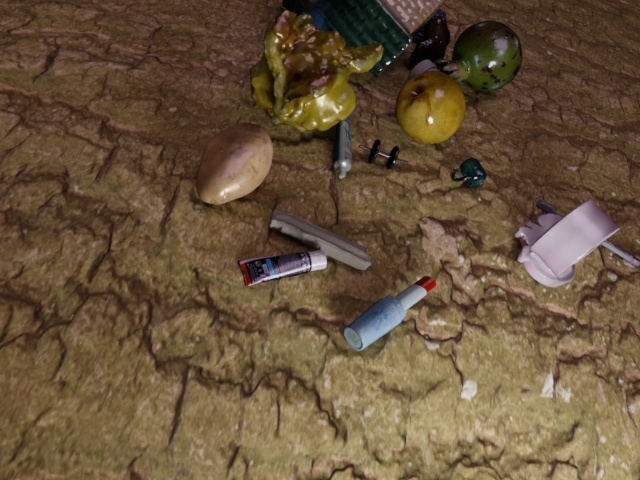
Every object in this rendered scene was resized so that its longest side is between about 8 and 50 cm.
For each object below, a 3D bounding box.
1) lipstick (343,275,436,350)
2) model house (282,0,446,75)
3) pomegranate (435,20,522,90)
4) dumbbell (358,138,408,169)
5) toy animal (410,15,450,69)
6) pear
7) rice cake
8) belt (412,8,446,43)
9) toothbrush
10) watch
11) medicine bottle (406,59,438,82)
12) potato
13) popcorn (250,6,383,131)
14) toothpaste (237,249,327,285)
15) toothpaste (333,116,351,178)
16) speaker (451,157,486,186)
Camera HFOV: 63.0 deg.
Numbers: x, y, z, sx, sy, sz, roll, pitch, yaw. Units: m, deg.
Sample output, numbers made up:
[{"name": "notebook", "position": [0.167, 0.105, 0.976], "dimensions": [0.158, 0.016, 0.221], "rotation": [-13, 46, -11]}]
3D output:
[{"name": "lipstick", "position": [0.167, 0.152, 1.178], "dimensions": [0.274, 0.061, 0.068], "rotation": [-30, 74, -34]}, {"name": "model house", "position": [0.087, -0.729, 1.611], "dimensions": [0.445, 0.395, 0.400], "rotation": [43, 66, -9]}, {"name": "pomegranate", "position": [0.535, -0.598, 1.744], "dimensions": [0.242, 0.242, 0.306], "rotation": [42, 56, 10]}, {"name": "dumbbell", "position": [0.176, -0.239, 1.451], "dimensions": [0.147, 0.069, 0.070], "rotation": [17, 52, -10]}, {"name": "toy animal", "position": [0.395, -0.669, 1.762], "dimensions": [0.116, 0.179, 0.218], "rotation": [43, 72, 4]}, {"name": "pear", "position": [0.329, -0.386, 1.537], "dimensions": [0.208, 0.209, 0.209], "rotation": [11, 54, -15]}, {"name": "rice cake", "position": [0.000, 0.000, 1.222], "dimensions": [0.256, 0.052, 0.057], "rotation": [24, 17, -4]}, {"name": "belt", "position": [0.335, -0.807, 1.880], "dimensions": [0.218, 0.122, 0.129], "rotation": [24, 49, -13]}, {"name": "toothbrush", "position": [0.814, -0.026, 1.586], "dimensions": [0.353, 0.024, 0.029], "rotation": [32, 43, 3]}, {"name": "watch", "position": [0.658, -0.020, 1.388], "dimensions": [0.244, 0.231, 0.196], "rotation": [-27, 67, -31]}, {"name": "medicine bottle", "position": [0.367, -0.488, 1.679], "dimensions": [0.105, 0.105, 0.168], "rotation": [-25, 69, -33]}, {"name": "potato", "position": [-0.197, -0.178, 1.234], "dimensions": [0.161, 0.128, 0.235], "rotation": [7, 57, 2]}, {"name": "popcorn", "position": [-0.033, -0.446, 1.384], "dimensions": [0.320, 0.290, 0.326], "rotation": [-1, 61, -33]}, {"name": "toothpaste", "position": [-0.084, 0.055, 1.162], "dimensions": [0.193, 0.045, 0.071], "rotation": [-10, 53, -20]}, {"name": "toothpaste", "position": [0.063, -0.280, 1.440], "dimensions": [0.069, 0.047, 0.269], "rotation": [33, 47, -37]}, {"name": "speaker", "position": [0.434, -0.199, 1.531], "dimensions": [0.094, 0.060, 0.076], "rotation": [-9, 60, -27]}]
